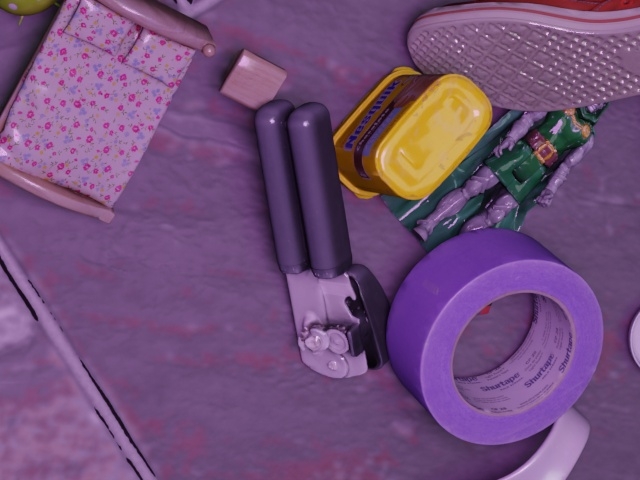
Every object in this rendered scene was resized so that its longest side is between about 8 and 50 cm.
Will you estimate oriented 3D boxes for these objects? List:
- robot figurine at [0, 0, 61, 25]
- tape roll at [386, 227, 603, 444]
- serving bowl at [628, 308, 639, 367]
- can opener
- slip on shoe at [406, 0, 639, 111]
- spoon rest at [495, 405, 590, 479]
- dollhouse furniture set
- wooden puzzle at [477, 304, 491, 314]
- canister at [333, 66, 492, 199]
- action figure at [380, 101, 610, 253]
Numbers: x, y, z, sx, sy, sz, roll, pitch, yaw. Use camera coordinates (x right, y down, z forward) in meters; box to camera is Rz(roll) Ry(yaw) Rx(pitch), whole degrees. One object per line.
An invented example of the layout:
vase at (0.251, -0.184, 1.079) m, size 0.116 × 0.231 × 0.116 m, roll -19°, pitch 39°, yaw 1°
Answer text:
robot figurine at (-0.266, -0.249, 1.694) m, size 0.101 × 0.067 × 0.115 m, roll -18°, pitch 102°, yaw 15°
tape roll at (0.162, 0.089, 1.793) m, size 0.189 × 0.080 × 0.189 m, roll -10°, pitch 117°, yaw -21°
serving bowl at (0.337, 0.094, 1.894) m, size 0.083 × 0.027 × 0.083 m, roll -1°, pitch 95°, yaw -15°
can opener at (0.000, 0.000, 1.761) m, size 0.093 × 0.074 × 0.280 m, roll -43°, pitch 129°, yaw -46°
slip on shoe at (0.244, -0.194, 1.768) m, size 0.331 × 0.101 × 0.123 m, roll -5°, pitch 135°, yaw 16°
spoon rest at (0.157, 0.261, 1.835) m, size 0.137 × 0.084 × 0.276 m, roll 42°, pitch 83°, yaw -13°
dollhouse furniture set at (-0.238, -0.070, 1.639) m, size 0.355 × 0.174 × 0.303 m, roll 24°, pitch 106°, yaw -23°
wooden puzzle at (0.146, 0.052, 1.833) m, size 0.049 × 0.006 × 0.083 m, roll -9°, pitch 131°, yaw -32°
canister at (0.078, -0.096, 1.740) m, size 0.073 × 0.170 × 0.126 m, roll 43°, pitch 83°, yaw -13°
action figure at (0.186, -0.069, 1.824) m, size 0.232 × 0.063 × 0.137 m, roll -44°, pitch 114°, yaw -4°
